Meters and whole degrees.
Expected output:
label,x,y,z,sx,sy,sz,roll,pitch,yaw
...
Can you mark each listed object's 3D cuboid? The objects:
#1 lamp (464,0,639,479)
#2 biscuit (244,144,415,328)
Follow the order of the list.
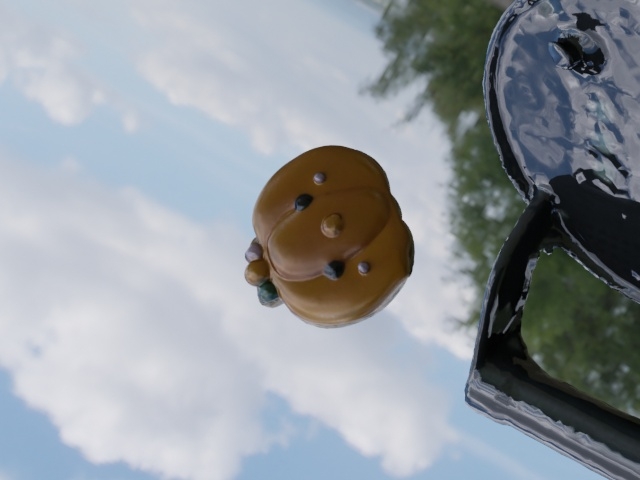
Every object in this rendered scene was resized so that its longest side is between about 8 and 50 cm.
label,x,y,z,sx,sy,sz,roll,pitch,yaw
lamp,0.224,-0.088,0.618,0.205,0.374,0.272,27,-141,35
biscuit,-0.001,-0.001,1.190,0.170,0.170,0.050,33,-179,22
